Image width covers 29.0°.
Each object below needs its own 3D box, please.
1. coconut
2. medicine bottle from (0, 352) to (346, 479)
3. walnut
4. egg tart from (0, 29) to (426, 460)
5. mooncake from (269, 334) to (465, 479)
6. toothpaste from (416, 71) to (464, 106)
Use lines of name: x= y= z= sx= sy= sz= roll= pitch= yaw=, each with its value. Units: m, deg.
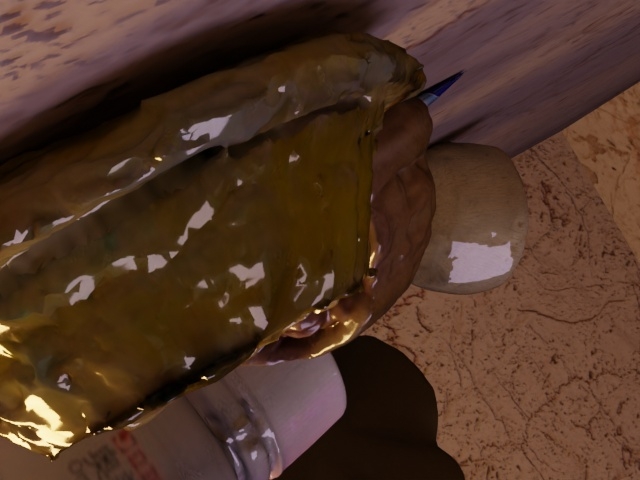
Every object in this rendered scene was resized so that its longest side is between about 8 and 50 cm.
coconut: x=0.174 y=-0.027 z=1.616 sx=0.224 sy=0.224 sz=0.224 roll=-30 pitch=177 yaw=-2
medicine bottle: x=-0.162 y=0.171 z=1.062 sx=0.325 sy=0.256 sz=0.256 roll=-37 pitch=180 yaw=-23
walnut: x=-0.001 y=0.000 z=0.889 sx=0.238 sy=0.141 sz=0.204 roll=-33 pitch=-178 yaw=14
egg tart: x=-0.071 y=0.013 z=0.588 sx=0.315 sy=0.120 sz=0.315 roll=-30 pitch=178 yaw=-1
mooncake: x=-0.046 y=0.296 z=1.499 sx=0.467 sy=0.467 sz=0.262 roll=-26 pitch=153 yaw=-50
toothpaste: x=0.084 y=-0.113 z=0.997 sx=0.083 sy=0.015 sz=0.024 roll=-35 pitch=178 yaw=-23
